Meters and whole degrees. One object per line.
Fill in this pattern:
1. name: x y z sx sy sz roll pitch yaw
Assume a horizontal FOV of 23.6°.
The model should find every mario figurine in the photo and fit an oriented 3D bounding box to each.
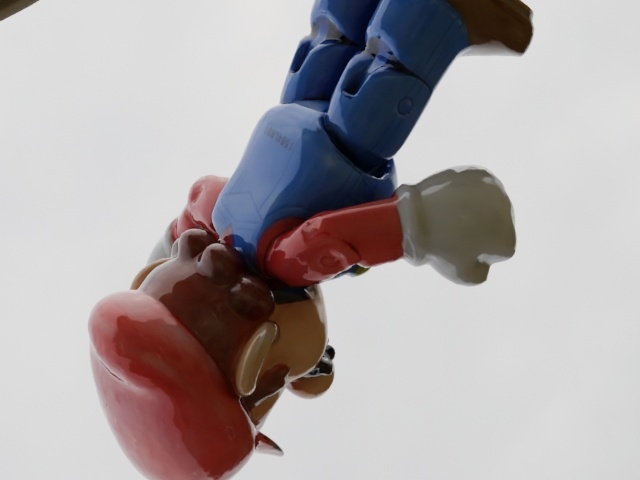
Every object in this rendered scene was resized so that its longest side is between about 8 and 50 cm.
1. mario figurine: 0.000 0.000 0.842 0.170 0.198 0.320 31 -88 -1

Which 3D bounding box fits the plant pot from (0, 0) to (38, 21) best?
1. plant pot: -0.236 -0.271 0.722 0.256 0.274 0.256 -19 -43 -18
